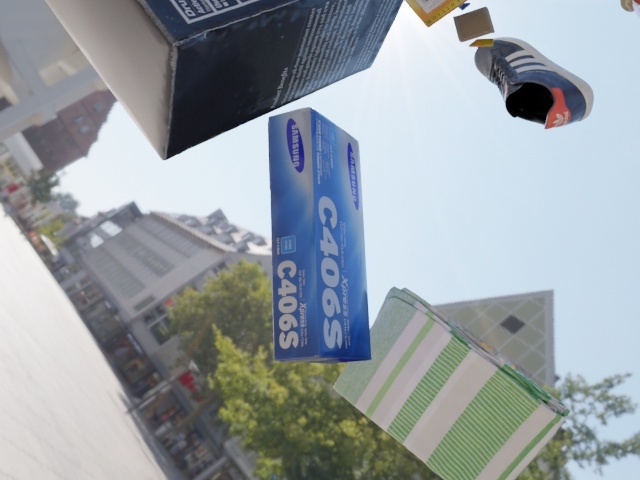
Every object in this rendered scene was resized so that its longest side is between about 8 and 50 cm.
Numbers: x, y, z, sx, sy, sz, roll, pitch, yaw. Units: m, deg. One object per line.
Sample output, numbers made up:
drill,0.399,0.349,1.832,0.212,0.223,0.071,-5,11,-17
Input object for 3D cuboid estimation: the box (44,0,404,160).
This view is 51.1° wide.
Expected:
box,-0.114,-0.288,0.691,0.296,0.294,0.183,52,-30,14

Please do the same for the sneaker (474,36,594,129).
sneaker,0.457,-0.368,1.565,0.350,0.148,0.131,44,-27,43

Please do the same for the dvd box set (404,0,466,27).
dvd box set,0.191,-0.619,1.182,0.307,0.062,0.420,-30,-51,33

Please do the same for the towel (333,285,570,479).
towel,0.194,0.255,1.078,0.324,0.038,0.248,36,-63,19

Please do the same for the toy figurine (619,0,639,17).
toy figurine,0.746,-0.536,1.358,0.148,0.212,0.210,-96,-166,-55

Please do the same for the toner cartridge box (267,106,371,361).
toner cartridge box,0.000,0.000,0.974,0.165,0.075,0.348,20,64,-60

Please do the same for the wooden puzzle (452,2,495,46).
wooden puzzle,0.309,-0.433,1.349,0.014,0.078,0.117,55,32,-64
